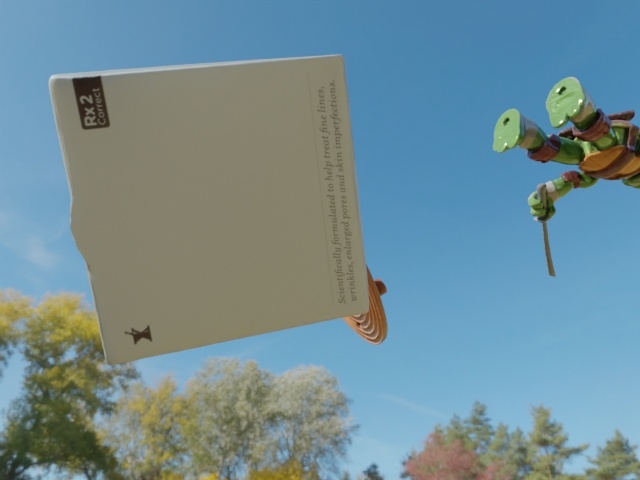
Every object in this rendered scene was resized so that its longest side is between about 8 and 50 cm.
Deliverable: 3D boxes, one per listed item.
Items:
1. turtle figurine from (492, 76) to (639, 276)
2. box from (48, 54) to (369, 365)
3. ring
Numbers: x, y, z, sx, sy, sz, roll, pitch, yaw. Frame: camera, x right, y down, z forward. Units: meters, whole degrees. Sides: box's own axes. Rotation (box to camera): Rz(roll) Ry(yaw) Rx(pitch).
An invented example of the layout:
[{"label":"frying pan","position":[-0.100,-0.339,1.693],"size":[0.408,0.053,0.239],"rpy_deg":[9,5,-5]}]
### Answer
[{"label":"turtle figurine","position":[0.378,-0.080,0.716],"size":[0.266,0.198,0.275],"rpy_deg":[24,-83,-24]},{"label":"box","position":[-0.073,-0.029,0.377],"size":[0.181,0.119,0.181],"rpy_deg":[-9,-77,-12]},{"label":"ring","position":[0.000,0.000,0.742],"size":[0.032,0.337,0.337],"rpy_deg":[-32,-35,-12]}]
